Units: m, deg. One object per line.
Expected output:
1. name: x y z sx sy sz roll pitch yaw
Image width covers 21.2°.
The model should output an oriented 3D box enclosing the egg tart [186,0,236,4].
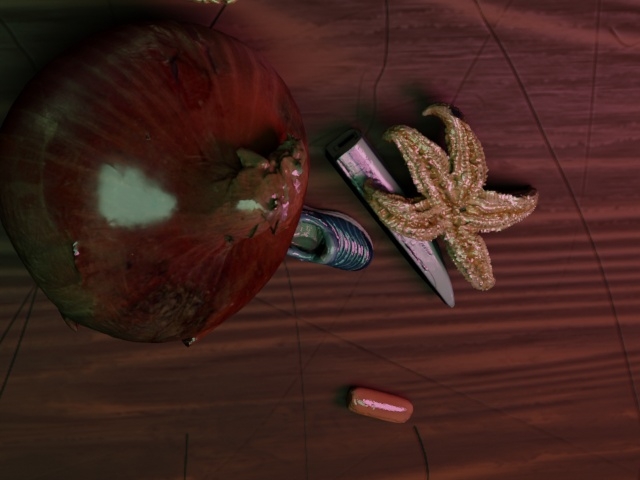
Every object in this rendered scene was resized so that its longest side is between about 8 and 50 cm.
1. egg tart: -0.111 -0.378 1.732 0.315 0.120 0.314 -5 116 -10

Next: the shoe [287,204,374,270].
1. shoe: 0.000 0.000 1.952 0.143 0.071 0.064 21 109 -24

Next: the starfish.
1. starfish: 0.159 -0.044 1.935 0.216 0.071 0.238 -23 115 -17

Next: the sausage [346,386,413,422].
1. sausage: 0.072 0.200 2.076 0.083 0.034 0.034 15 110 -18

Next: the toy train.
1. toy train: 0.097 -0.022 1.973 0.048 0.055 0.252 -40 116 -2

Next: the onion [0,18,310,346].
1. onion: -0.168 -0.058 1.784 0.354 0.353 0.353 -4 115 -9
